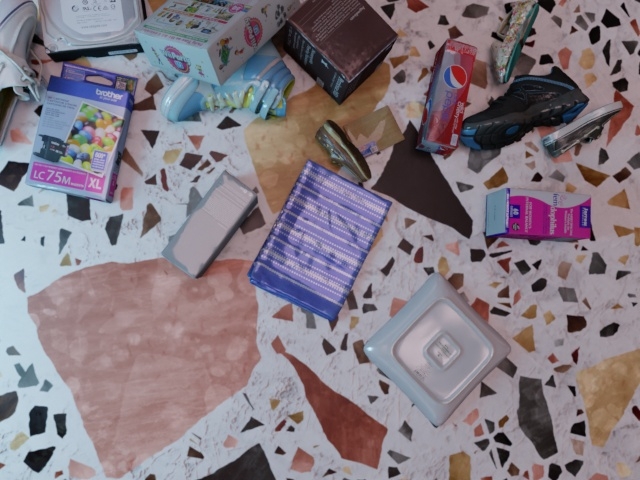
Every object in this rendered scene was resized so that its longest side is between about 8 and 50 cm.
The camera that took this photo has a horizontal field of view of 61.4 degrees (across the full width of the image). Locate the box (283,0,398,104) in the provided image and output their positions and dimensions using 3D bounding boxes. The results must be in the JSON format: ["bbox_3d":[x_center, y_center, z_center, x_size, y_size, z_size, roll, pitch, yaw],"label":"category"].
[{"bbox_3d":[0.041,-0.470,1.273,0.203,0.168,0.167,45,83,-1],"label":"box"}]

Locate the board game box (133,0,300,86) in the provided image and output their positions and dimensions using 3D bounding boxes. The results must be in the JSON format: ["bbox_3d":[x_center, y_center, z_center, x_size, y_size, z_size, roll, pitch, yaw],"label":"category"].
[{"bbox_3d":[-0.223,-0.495,1.198,0.224,0.097,0.303,24,62,27],"label":"board game box"}]

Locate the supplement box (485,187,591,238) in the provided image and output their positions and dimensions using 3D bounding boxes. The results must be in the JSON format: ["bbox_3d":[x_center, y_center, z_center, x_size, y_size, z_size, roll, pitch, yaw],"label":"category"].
[{"bbox_3d":[0.535,-0.060,1.330,0.220,0.114,0.111,3,85,-8],"label":"supplement box"}]

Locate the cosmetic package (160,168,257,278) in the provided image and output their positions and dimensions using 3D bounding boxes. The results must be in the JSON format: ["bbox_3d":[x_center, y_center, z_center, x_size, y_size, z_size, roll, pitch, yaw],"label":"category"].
[{"bbox_3d":[-0.249,-0.032,1.237,0.107,0.127,0.238,39,82,-3],"label":"cosmetic package"}]

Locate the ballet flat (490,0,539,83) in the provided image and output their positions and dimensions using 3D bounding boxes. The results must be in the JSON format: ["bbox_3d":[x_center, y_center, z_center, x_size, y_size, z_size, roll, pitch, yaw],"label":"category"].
[{"bbox_3d":[0.483,-0.509,1.378,0.077,0.091,0.241,21,79,26],"label":"ballet flat"}]

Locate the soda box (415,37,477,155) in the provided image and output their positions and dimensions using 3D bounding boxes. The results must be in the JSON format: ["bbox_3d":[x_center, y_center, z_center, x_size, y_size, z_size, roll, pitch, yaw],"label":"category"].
[{"bbox_3d":[0.311,-0.351,1.333,0.083,0.092,0.263,14,85,-4],"label":"soda box"}]

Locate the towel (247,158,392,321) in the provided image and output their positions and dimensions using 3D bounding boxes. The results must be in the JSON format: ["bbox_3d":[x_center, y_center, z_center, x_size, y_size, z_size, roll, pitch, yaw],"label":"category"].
[{"bbox_3d":[0.000,0.000,1.305,0.243,0.040,0.336,27,84,-5],"label":"towel"}]

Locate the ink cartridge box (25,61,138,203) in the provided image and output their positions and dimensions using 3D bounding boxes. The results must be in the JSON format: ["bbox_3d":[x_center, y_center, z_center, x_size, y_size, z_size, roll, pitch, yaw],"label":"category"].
[{"bbox_3d":[-0.551,-0.258,1.253,0.185,0.065,0.311,11,84,-6],"label":"ink cartridge box"}]

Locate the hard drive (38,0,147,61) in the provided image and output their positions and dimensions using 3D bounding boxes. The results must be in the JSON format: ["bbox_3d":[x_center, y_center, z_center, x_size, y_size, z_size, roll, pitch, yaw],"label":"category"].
[{"bbox_3d":[-0.545,-0.607,1.274,0.236,0.064,0.339,-8,86,-7],"label":"hard drive"}]

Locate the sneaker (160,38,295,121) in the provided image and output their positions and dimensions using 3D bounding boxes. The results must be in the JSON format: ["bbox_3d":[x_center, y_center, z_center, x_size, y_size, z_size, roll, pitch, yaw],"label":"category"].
[{"bbox_3d":[-0.198,-0.335,1.262,0.319,0.127,0.208,-39,90,-6],"label":"sneaker"}]

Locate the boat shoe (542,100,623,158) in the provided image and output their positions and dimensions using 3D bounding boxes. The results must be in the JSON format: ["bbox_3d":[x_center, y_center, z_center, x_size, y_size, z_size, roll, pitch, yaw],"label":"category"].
[{"bbox_3d":[0.679,-0.283,1.381,0.219,0.078,0.070,-28,89,1],"label":"boat shoe"}]

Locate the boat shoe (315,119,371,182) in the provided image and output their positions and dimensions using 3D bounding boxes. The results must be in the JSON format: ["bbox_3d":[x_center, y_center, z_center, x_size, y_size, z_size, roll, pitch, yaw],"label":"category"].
[{"bbox_3d":[0.056,-0.210,1.318,0.060,0.064,0.178,-40,87,27],"label":"boat shoe"}]

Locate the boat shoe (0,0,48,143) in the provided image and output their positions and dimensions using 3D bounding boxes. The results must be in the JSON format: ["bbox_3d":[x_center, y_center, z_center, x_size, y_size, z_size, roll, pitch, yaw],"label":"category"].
[{"bbox_3d":[-0.690,-0.357,1.206,0.156,0.136,0.367,25,87,-4],"label":"boat shoe"}]

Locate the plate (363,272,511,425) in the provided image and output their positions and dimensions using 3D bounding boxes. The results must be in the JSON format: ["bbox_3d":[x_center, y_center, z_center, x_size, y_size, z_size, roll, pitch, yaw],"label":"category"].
[{"bbox_3d":[0.293,0.268,1.317,0.278,0.045,0.277,-44,92,-6],"label":"plate"}]

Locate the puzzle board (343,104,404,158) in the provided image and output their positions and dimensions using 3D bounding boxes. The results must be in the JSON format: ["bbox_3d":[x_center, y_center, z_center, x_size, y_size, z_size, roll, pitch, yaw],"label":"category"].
[{"bbox_3d":[0.134,-0.270,1.350,0.128,0.011,0.096,-27,91,-6],"label":"puzzle board"}]

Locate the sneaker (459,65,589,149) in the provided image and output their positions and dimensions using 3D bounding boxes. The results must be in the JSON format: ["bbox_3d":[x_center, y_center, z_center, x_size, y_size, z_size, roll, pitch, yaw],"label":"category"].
[{"bbox_3d":[0.489,-0.331,1.354,0.340,0.125,0.140,-18,70,-11],"label":"sneaker"}]
